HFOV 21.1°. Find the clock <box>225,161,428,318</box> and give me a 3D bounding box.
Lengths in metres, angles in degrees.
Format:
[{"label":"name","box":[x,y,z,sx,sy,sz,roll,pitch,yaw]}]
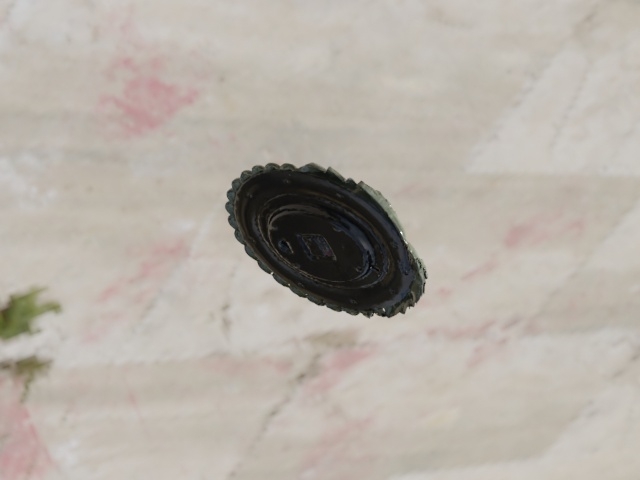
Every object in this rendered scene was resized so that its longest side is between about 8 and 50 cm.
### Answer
[{"label":"clock","box":[0.000,0.000,0.623,0.010,0.083,0.074,-54,129,-34]}]
